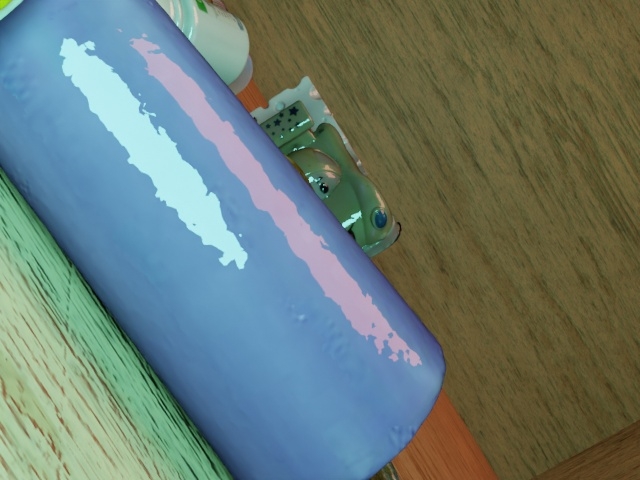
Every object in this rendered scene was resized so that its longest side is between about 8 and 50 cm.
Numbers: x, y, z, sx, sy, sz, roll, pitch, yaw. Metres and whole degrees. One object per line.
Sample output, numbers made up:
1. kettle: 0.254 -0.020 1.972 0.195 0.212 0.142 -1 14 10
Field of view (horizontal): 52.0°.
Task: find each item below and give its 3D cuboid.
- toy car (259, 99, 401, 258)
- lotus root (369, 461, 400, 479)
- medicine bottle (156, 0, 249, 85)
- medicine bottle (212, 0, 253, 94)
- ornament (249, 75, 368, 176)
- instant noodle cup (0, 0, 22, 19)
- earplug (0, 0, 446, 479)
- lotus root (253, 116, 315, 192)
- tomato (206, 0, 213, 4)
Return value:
1. toy car: -0.011 -0.106 1.407 0.226 0.242 0.336 55 6 -49
2. lotus root: 0.045 0.291 0.719 0.113 0.088 0.192 26 31 -48
3. medicine bottle: -0.232 -0.326 1.031 0.236 0.139 0.139 1 56 -58
4. medicine bottle: -0.260 -0.461 1.554 0.152 0.152 0.254 51 10 -47
5. ornament: -0.046 -0.251 1.811 0.240 0.239 0.239 61 6 22
6. instant noodle cup: -0.271 -0.226 0.337 0.216 0.215 0.236 64 0 39
7. earplug: -0.103 -0.015 0.535 0.456 0.215 0.215 54 8 -13
8. lotus root: -0.072 -0.017 0.951 0.169 0.141 0.314 -51 122 -49
9. tomato: -0.279 -0.440 1.178 0.214 0.155 0.181 38 7 -32
